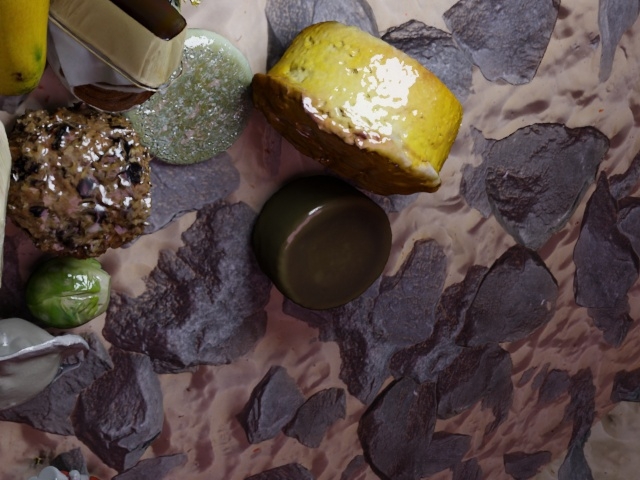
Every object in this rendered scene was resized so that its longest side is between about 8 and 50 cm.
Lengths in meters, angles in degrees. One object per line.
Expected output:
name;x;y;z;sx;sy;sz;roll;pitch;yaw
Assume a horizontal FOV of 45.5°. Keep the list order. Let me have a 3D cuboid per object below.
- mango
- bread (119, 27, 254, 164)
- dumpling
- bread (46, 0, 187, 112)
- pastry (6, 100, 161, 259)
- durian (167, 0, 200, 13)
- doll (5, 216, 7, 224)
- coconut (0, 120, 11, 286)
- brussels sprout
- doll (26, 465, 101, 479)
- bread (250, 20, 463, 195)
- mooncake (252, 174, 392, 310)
mango;-0.465;-0.353;1.044;0.173;0.212;0.317;-52;152;-53
bread;-0.235;-0.254;1.383;0.267;0.040;0.266;-17;128;-24
dumpling;-0.563;0.201;1.353;0.293;0.163;0.204;-15;143;-25
bread;-0.319;-0.307;1.178;0.224;0.142;0.212;37;135;-9
pastry;-0.409;-0.102;1.285;0.275;0.193;0.274;-3;104;-12
durian;-0.258;-0.464;1.147;0.137;0.194;0.237;-57;149;-24
doll;-0.612;0.043;1.314;0.114;0.057;0.227;27;106;-37
coconut;-0.606;-0.048;1.057;0.416;0.344;0.415;-15;125;-22
brussels sprout;-0.466;0.101;1.412;0.155;0.117;0.155;-5;121;-8
doll;-0.544;0.591;1.685;0.161;0.130;0.290;-35;139;-10
bread;0.069;-0.230;1.401;0.398;0.398;0.215;34;86;-44
mooncake;0.000;0.000;1.637;0.285;0.155;0.284;-16;127;-23
